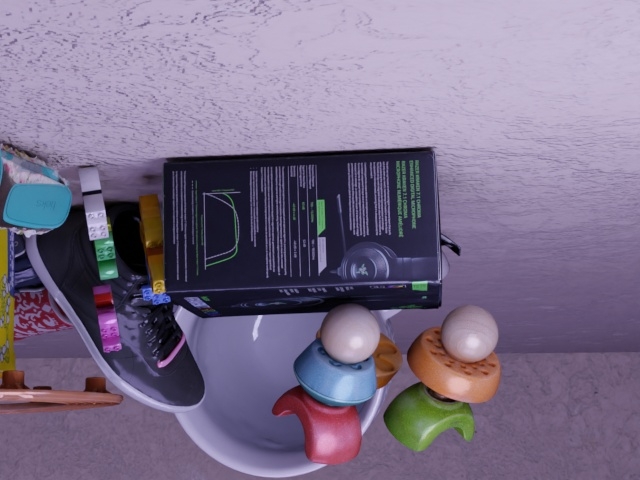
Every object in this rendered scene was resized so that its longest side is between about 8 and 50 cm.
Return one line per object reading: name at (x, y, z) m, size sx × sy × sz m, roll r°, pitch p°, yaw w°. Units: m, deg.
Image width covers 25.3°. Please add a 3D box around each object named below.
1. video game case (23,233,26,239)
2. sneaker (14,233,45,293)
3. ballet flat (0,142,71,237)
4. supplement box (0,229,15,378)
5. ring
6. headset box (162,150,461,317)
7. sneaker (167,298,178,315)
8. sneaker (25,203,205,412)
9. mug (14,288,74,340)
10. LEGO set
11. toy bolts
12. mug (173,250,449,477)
video game case at (-0.294, -0.001, 1.749) m, size 0.166 × 0.015 × 0.119 m, roll -3°, pitch 171°, yaw 9°
sneaker at (-0.400, 0.063, 1.604) m, size 0.164 × 0.226 × 0.086 m, roll -3°, pitch 135°, yaw 11°
ballet flat at (-0.307, -0.052, 1.262) m, size 0.077 × 0.091 × 0.241 m, roll 19°, pitch 174°, yaw 21°
supplement box at (-0.505, 0.043, 1.445) m, size 0.357 × 0.194 × 0.195 m, roll -2°, pitch 171°, yaw 2°
ring at (-0.377, 0.161, 1.496) m, size 0.337 × 0.032 × 0.336 m, roll -1°, pitch 170°, yaw 0°
headset box at (0.000, 0.000, 1.448) m, size 0.283 × 0.131 × 0.246 m, roll -3°, pitch 171°, yaw 3°
sneaker at (-0.255, 0.069, 1.987) m, size 0.232 × 0.081 × 0.090 m, roll -4°, pitch 129°, yaw 44°
sneaker at (-0.196, 0.079, 1.613) m, size 0.147 × 0.104 × 0.295 m, roll -17°, pitch 118°, yaw 40°
mug at (-0.351, 0.055, 1.849) m, size 0.169 × 0.150 × 0.113 m, roll -8°, pitch 137°, yaw 48°
LEGO set at (-0.187, 0.032, 1.439) m, size 0.087 × 0.093 × 0.227 m, roll -10°, pitch 140°, yaw -10°
toy bolts at (0.057, 0.113, 1.495) m, size 0.229 × 0.158 × 0.218 m, roll -8°, pitch -142°, yaw -40°
mug at (0.004, 0.118, 1.863) m, size 0.374 × 0.276 × 0.328 m, roll -33°, pitch 178°, yaw 7°
